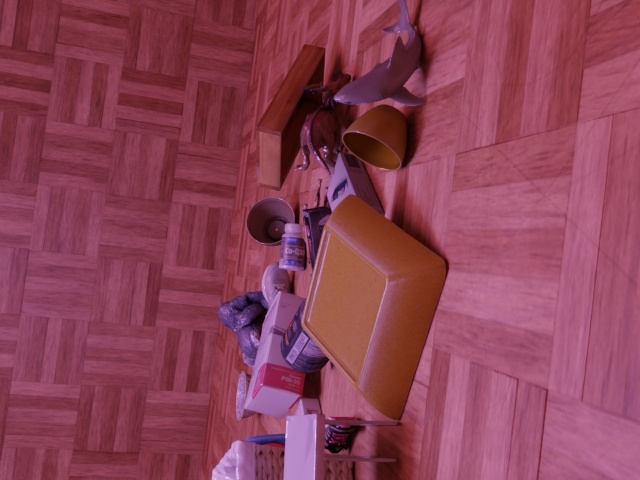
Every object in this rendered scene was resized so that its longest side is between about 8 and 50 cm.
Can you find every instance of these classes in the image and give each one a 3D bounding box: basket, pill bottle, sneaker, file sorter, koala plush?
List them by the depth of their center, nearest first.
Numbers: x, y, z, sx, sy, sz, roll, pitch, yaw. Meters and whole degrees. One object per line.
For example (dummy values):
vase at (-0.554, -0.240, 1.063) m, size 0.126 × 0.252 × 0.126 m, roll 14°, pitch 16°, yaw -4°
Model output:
file sorter at (0.037, 0.468, 1.265) m, size 0.193 × 0.173 × 0.277 m, roll 140°, pitch 135°, yaw -67°
basket at (-0.092, 0.630, 1.484) m, size 0.331 × 0.266 × 0.328 m, roll 121°, pitch 152°, yaw -57°
sneaker at (0.040, 0.423, 1.489) m, size 0.170 × 0.063 × 0.074 m, roll 122°, pitch 152°, yaw -67°
pill bottle at (-0.004, 0.206, 1.619) m, size 0.245 × 0.130 × 0.130 m, roll 118°, pitch 154°, yaw -51°
pill bottle at (-0.081, 0.021, 2.080) m, size 0.078 × 0.078 × 0.137 m, roll 162°, pitch 115°, yaw -73°
sneaker at (-0.122, 0.198, 2.149) m, size 0.121 × 0.099 × 0.262 m, roll 174°, pitch 96°, yaw -67°
koala plush at (-0.236, 0.308, 2.346) m, size 0.196 × 0.203 × 0.221 m, roll 116°, pitch 144°, yaw -50°

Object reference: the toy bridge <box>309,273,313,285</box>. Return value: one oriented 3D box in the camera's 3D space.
toy bridge at (-0.002, 0.149, 1.832) m, size 0.188 × 0.026 × 0.063 m, roll -126°, pitch 43°, yaw -68°

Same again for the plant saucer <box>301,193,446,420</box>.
plant saucer at (0.069, 0.119, 1.311) m, size 0.333 × 0.081 × 0.332 m, roll 43°, pitch 125°, yaw 51°

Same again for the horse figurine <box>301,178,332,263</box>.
horse figurine at (-0.008, -0.057, 1.876) m, size 0.263 × 0.066 × 0.174 m, roll 130°, pitch 146°, yaw -64°

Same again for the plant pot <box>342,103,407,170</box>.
plant pot at (0.125, -0.218, 1.394) m, size 0.095 × 0.134 × 0.134 m, roll -61°, pitch 11°, yaw -14°

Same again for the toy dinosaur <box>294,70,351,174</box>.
toy dinosaur at (-0.002, -0.300, 1.767) m, size 0.295 × 0.127 × 0.200 m, roll -80°, pitch -4°, yaw -48°

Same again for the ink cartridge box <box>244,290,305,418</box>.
ink cartridge box at (-0.106, 0.312, 1.876) m, size 0.207 × 0.117 × 0.283 m, roll 120°, pitch 165°, yaw -55°

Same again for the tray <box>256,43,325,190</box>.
tray at (-0.081, -0.351, 1.921) m, size 0.203 × 0.076 × 0.411 m, roll 94°, pitch -168°, yaw -47°

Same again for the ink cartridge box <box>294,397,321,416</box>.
ink cartridge box at (-0.030, 0.471, 1.733) m, size 0.122 × 0.052 × 0.088 m, roll -103°, pitch 26°, yaw -55°

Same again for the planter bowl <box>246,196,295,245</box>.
planter bowl at (-0.154, -0.050, 2.274) m, size 0.109 × 0.162 × 0.162 m, roll 60°, pitch -149°, yaw -70°

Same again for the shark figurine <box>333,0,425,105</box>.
shark figurine at (0.153, -0.375, 1.349) m, size 0.278 × 0.166 × 0.116 m, roll -61°, pitch -23°, yaw -25°

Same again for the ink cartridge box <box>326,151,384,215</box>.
ink cartridge box at (0.062, -0.042, 1.633) m, size 0.275 × 0.060 × 0.239 m, roll -105°, pitch 28°, yaw -55°

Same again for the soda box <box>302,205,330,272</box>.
soda box at (0.000, 0.000, 1.755) m, size 0.053 × 0.060 × 0.169 m, roll -155°, pitch 56°, yaw -74°

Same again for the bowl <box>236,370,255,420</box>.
bowl at (-0.242, 0.547, 2.414) m, size 0.170 × 0.080 × 0.170 m, roll -173°, pitch 90°, yaw -74°

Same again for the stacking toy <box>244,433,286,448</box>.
stacking toy at (-0.119, 0.680, 1.839) m, size 0.302 × 0.166 × 0.175 m, roll 55°, pitch 133°, yaw 47°
